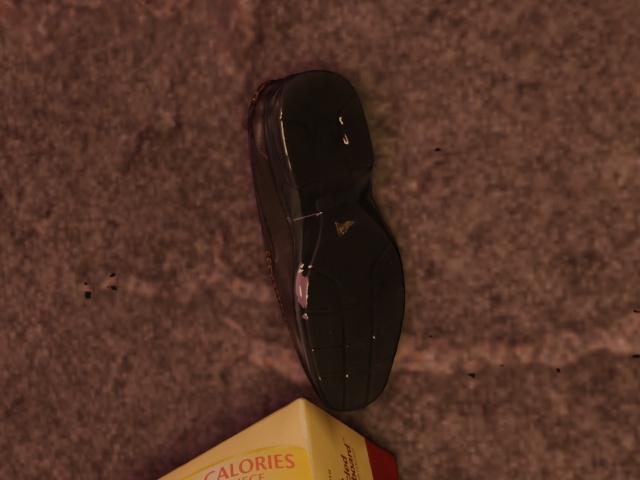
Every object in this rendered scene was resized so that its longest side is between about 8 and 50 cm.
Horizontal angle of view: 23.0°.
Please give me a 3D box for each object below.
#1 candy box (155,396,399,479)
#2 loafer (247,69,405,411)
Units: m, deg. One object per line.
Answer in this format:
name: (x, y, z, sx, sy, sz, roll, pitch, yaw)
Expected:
candy box: (-0.094, 0.233, 0.772, 0.316, 0.087, 0.183, -32, 44, 23)
loafer: (0.000, 0.000, 0.784, 0.061, 0.062, 0.170, 9, 107, 62)
